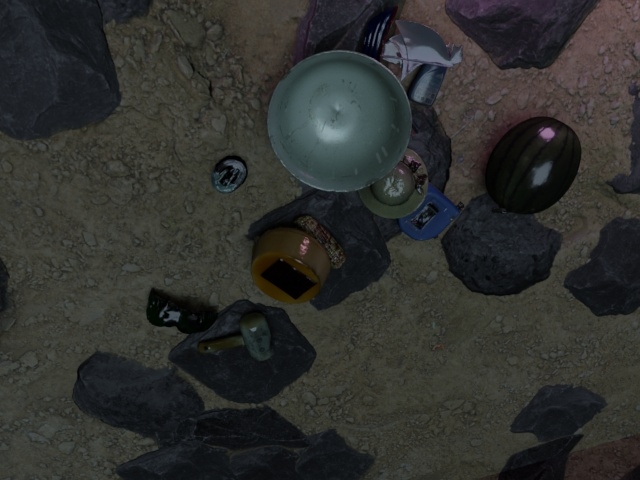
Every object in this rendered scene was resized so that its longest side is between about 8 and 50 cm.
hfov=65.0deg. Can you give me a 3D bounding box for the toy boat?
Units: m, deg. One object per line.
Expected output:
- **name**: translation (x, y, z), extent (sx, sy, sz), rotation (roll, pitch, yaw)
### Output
- **toy boat**: translation (0.271, -0.605, 1.533), extent (0.317, 0.072, 0.219), rotation (-8, 123, 13)

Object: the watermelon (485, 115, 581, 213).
- **watermelon**: translation (0.711, -0.241, 1.707), extent (0.278, 0.279, 0.360), rotation (16, 111, -16)

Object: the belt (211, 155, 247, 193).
- **belt**: translation (-0.305, -0.220, 1.679), extent (0.105, 0.058, 0.140), rotation (38, 106, -20)

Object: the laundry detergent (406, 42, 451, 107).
- **laundry detergent**: translation (0.360, -0.540, 1.621), extent (0.096, 0.061, 0.207), rotation (21, 112, -10)

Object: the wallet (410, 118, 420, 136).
- **wallet**: translation (0.217, -0.422, 1.650), extent (0.119, 0.025, 0.232), rotation (-20, 125, 42)

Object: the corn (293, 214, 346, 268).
- **corn**: translation (0.000, 0.000, 1.826), extent (0.086, 0.086, 0.253), rotation (-38, 113, 11)

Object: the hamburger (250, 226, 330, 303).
- **hamburger**: translation (-0.108, 0.081, 1.771), extent (0.299, 0.176, 0.300), rotation (10, 134, 10)

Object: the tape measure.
- **tape measure**: translation (0.328, -0.147, 1.799), extent (0.351, 0.098, 0.215), rotation (36, 106, -20)

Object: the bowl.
- **bowl**: translation (0.059, -0.385, 1.559), extent (0.433, 0.196, 0.435), rotation (1, 122, 2)

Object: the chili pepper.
- **chili pepper**: translation (-0.519, 0.289, 1.869), extent (0.264, 0.116, 0.148), rotation (15, 116, -15)

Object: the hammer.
- **hammer**: translation (-0.341, 0.395, 1.971), extent (0.305, 0.113, 0.202), rotation (-11, 115, 6)

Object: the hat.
- **hat**: translation (0.240, -0.189, 1.691), extent (0.256, 0.130, 0.258), rotation (2, 103, 10)
